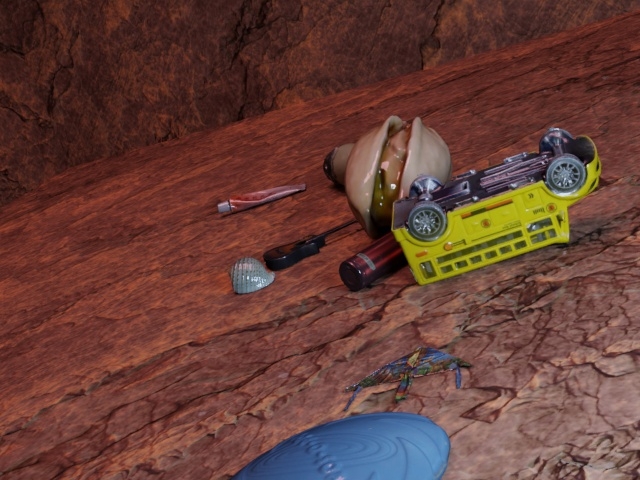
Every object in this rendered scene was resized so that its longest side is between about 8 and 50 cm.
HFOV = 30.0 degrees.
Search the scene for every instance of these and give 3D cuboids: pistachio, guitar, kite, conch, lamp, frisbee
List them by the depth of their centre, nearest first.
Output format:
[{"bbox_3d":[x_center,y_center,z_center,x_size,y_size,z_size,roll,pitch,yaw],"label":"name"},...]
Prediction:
[{"bbox_3d":[0.002,0.255,1.329,0.289,0.049,0.289,-19,15,5],"label":"frisbee"},{"bbox_3d":[0.117,0.170,1.558,0.182,0.010,0.160,-14,16,20],"label":"kite"},{"bbox_3d":[0.137,-0.111,2.176,0.193,0.214,0.318,5,32,14],"label":"pistachio"},{"bbox_3d":[-0.131,0.061,2.188,0.085,0.057,0.076,-14,29,23],"label":"conch"},{"bbox_3d":[0.000,0.000,2.288,0.233,0.025,0.088,-22,15,-13],"label":"guitar"},{"bbox_3d":[0.066,-0.166,2.650,0.101,0.101,0.250,-25,8,-18],"label":"lamp"}]

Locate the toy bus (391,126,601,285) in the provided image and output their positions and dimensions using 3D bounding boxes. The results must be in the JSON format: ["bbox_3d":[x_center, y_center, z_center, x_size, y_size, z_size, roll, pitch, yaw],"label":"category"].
[{"bbox_3d":[0.282,-0.050,1.860,0.330,0.152,0.144,-19,20,13],"label":"toy bus"}]

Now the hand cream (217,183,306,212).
[{"bbox_3d":[-0.139,-0.101,2.824,0.216,0.038,0.052,-15,42,3],"label":"hand cream"}]

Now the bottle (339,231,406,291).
[{"bbox_3d":[0.106,0.027,2.000,0.164,0.060,0.060,-31,18,-35],"label":"bottle"}]
